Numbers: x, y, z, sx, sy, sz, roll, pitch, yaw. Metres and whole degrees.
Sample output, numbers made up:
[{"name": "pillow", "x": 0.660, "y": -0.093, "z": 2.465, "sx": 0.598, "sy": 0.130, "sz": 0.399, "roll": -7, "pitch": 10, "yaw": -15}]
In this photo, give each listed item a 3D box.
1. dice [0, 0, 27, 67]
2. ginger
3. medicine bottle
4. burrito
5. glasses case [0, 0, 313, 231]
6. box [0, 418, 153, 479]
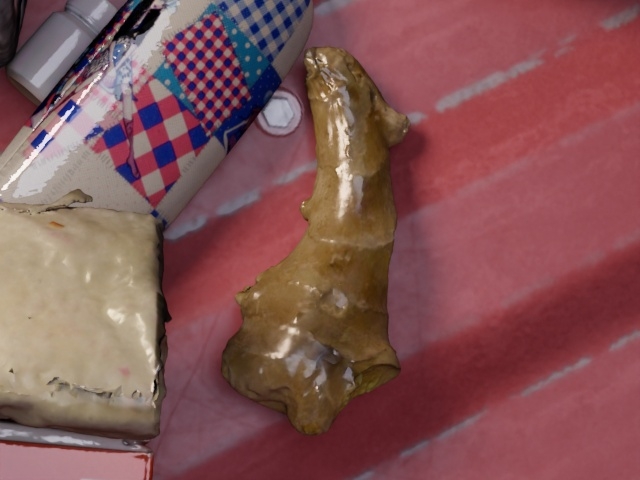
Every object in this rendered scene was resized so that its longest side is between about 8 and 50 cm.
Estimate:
[{"name": "dice", "x": -0.290, "y": -0.223, "z": 1.377, "sx": 0.181, "sy": 0.183, "sz": 0.182, "roll": 6, "pitch": 82, "yaw": -6}, {"name": "ginger", "x": 0.000, "y": 0.000, "z": 1.456, "sx": 0.131, "sy": 0.086, "sz": 0.295, "roll": 4, "pitch": 76, "yaw": 1}, {"name": "medicine bottle", "x": -0.187, "y": -0.141, "z": 1.449, "sx": 0.052, "sy": 0.052, "sz": 0.089, "roll": 40, "pitch": 81, "yaw": -3}, {"name": "burrito", "x": -0.265, "y": 0.042, "z": 1.288, "sx": 0.331, "sy": 0.135, "sz": 0.190, "roll": 11, "pitch": 52, "yaw": -11}, {"name": "glasses case", "x": -0.129, "y": -0.086, "z": 1.428, "sx": 0.327, "sy": 0.076, "sz": 0.125, "roll": -51, "pitch": 122, "yaw": -7}, {"name": "box", "x": -0.212, "y": 0.172, "z": 1.377, "sx": 0.182, "sy": 0.133, "sz": 0.099, "roll": 6, "pitch": 84, "yaw": -6}]
